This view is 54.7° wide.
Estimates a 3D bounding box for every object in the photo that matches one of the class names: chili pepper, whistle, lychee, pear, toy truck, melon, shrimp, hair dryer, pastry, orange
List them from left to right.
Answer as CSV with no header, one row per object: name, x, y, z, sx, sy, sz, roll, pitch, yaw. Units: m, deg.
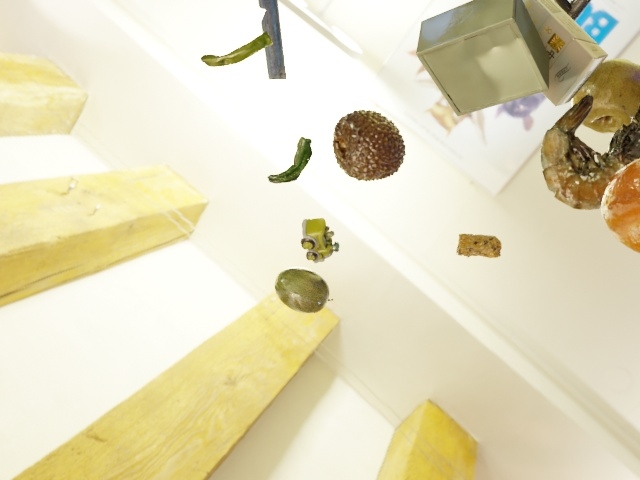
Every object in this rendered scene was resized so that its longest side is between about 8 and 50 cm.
chili pepper,-0.222,-0.496,1.635,0.052,0.201,0.050,-83,-26,-67
whistle,-0.141,-0.602,1.795,0.062,0.304,0.062,-2,-136,2
chili pepper,-0.080,-0.231,1.868,0.073,0.182,0.050,42,169,-29
melon,-0.049,0.155,1.905,0.192,0.139,0.139,22,-157,-12
toy truck,0.000,0.000,1.406,0.111,0.076,0.076,67,-163,-44
lychee,0.179,-0.339,2.213,0.267,0.267,0.267,34,-160,-14
pastry,0.460,0.014,1.800,0.056,0.140,0.080,54,-130,-39
hair dryer,0.637,-0.655,1.700,0.194,0.173,0.050,20,-150,-27
shrimp,0.650,-0.241,1.398,0.233,0.365,0.071,34,-172,0
pear,0.851,-0.429,1.805,0.228,0.212,0.188,23,165,-12
orange,0.639,-0.066,1.136,0.223,0.170,0.224,27,155,14

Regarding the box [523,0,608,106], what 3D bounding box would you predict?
box,0.551,-0.465,1.493,0.067,0.155,0.243,-21,-115,-30

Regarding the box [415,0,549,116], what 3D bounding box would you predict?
box,0.372,-0.424,1.409,0.225,0.224,0.118,41,-130,-41
